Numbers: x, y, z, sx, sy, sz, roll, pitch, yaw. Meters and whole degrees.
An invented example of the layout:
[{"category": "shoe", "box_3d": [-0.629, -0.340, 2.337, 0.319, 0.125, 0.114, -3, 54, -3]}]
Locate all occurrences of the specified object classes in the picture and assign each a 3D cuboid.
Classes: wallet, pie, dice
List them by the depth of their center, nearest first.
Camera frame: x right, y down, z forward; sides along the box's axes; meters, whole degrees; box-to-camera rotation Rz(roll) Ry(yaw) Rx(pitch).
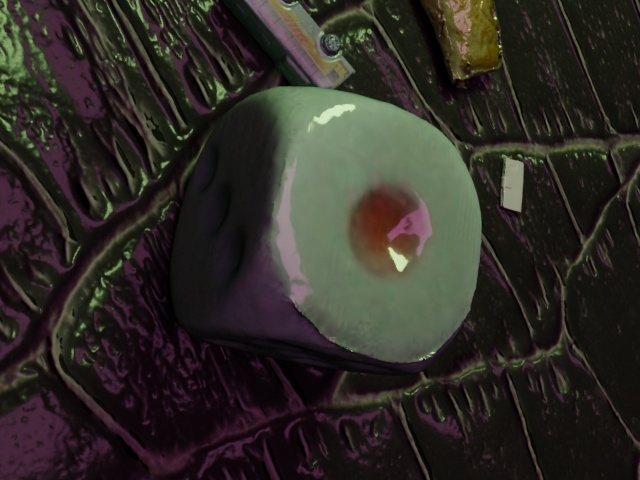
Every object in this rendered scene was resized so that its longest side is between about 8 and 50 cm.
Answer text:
[{"category": "dice", "box_3d": [0.000, 0.000, 0.883, 0.264, 0.262, 0.268, 17, 76, -30]}, {"category": "pie", "box_3d": [0.207, -0.373, 1.187, 0.128, 0.068, 0.282, -20, 98, -32]}, {"category": "wallet", "box_3d": [0.303, -0.087, 1.239, 0.044, 0.011, 0.083, 13, 77, -30]}]

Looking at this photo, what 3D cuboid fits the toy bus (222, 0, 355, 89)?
[{"category": "toy bus", "box_3d": [-0.040, -0.269, 1.014, 0.190, 0.064, 0.075, 49, 67, -18]}]
